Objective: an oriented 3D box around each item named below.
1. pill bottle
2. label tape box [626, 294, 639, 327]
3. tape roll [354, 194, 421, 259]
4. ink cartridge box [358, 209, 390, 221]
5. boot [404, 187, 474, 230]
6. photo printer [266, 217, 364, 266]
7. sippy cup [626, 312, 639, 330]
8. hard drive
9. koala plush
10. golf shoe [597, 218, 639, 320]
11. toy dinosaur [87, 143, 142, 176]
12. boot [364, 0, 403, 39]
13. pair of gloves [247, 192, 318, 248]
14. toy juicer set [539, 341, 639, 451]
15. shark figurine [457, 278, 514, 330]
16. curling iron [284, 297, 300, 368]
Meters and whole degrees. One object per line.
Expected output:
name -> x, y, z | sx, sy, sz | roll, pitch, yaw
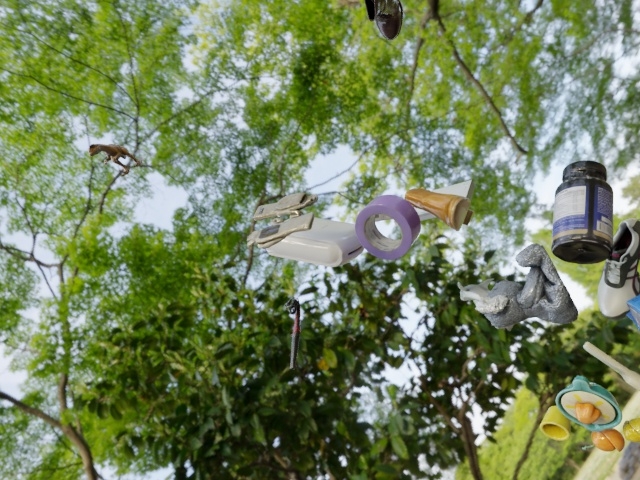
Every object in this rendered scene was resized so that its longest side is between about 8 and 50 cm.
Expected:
pill bottle -> 0.596, -0.067, 1.155 | 0.122, 0.123, 0.219 | 55, -135, -55
label tape box -> 0.902, 0.234, 1.156 | 0.241, 0.333, 0.106 | -31, 6, 11
tape roll -> 0.207, -0.041, 1.568 | 0.080, 0.189, 0.188 | -42, -32, -49
ink cartridge box -> 0.251, -0.108, 1.884 | 0.232, 0.189, 0.066 | -12, -88, -76
boot -> 0.359, -0.110, 1.601 | 0.295, 0.211, 0.104 | 4, -73, -67
photo printer -> 0.000, 0.000, 1.786 | 0.256, 0.308, 0.106 | -33, -51, -59
sippy cup -> 0.960, 0.164, 1.357 | 0.224, 0.305, 0.240 | -34, -58, 2
hard drive -> 0.472, -0.154, 2.112 | 0.040, 0.308, 0.203 | 61, -144, -22
koala plush -> 0.528, 0.156, 1.339 | 0.221, 0.203, 0.196 | -28, -35, 18
golf shoe -> 0.775, 0.072, 1.327 | 0.120, 0.105, 0.272 | 12, -85, -34
toy dinosaur -> -0.529, -0.232, 1.350 | 0.064, 0.112, 0.211 | -41, 1, 9
boot -> 0.157, -0.636, 1.388 | 0.206, 0.090, 0.248 | -66, -30, -41
pair of gloves -> -0.105, -0.059, 1.462 | 0.204, 0.240, 0.042 | -19, -61, 13
toy juicer set -> 0.641, 0.387, 1.141 | 0.089, 0.209, 0.328 | -49, -29, -40
shark figurine -> 0.607, 0.194, 1.823 | 0.116, 0.278, 0.166 | -45, -54, -11
curling iron -> -0.103, 0.341, 1.886 | 0.068, 0.273, 0.035 | 14, -31, -27
